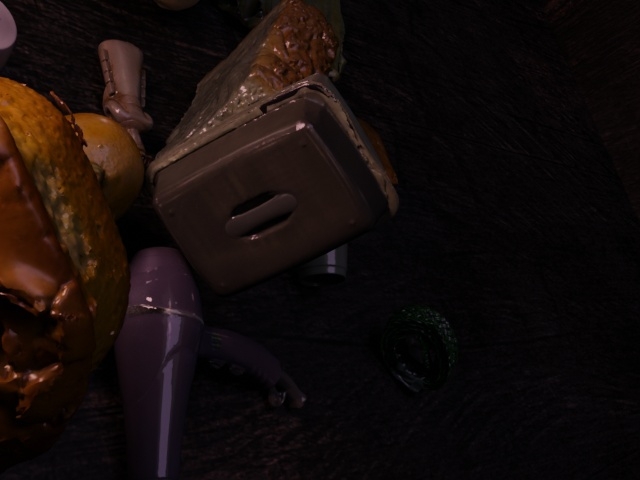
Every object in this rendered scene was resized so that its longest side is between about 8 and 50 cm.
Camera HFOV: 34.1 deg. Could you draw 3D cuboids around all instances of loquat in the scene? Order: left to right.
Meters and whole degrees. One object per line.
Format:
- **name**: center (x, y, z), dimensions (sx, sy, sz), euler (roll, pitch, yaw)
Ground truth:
- **loquat**: center (-0.304, -0.081, 1.304), dimensions (0.172, 0.204, 0.150), euler (-26, 100, -17)

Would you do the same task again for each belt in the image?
- **belt**: center (0.170, 0.181, 1.770), dimensions (0.151, 0.121, 0.079), euler (64, 27, -14)

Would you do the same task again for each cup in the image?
- **cup**: center (0.000, 0.000, 1.707), dimensions (0.120, 0.120, 0.141), euler (12, 67, -47)

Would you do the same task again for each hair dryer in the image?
- **hair dryer**: center (-0.132, 0.192, 1.405), dimensions (0.361, 0.121, 0.301), euler (25, 55, -47)

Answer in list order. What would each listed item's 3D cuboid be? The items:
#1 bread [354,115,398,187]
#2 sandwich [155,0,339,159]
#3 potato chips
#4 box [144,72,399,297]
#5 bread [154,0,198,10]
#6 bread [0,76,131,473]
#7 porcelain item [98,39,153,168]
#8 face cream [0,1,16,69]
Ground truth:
- **bread**: center (0.027, -0.133, 1.807), dimensions (0.143, 0.149, 0.158), euler (20, 49, -47)
- **sandwich**: center (-0.115, -0.191, 1.566), dimensions (0.131, 0.262, 0.325), euler (40, 38, -19)
- **potato chips**: center (-0.065, -0.488, 2.039), dimensions (0.358, 0.070, 0.429), euler (39, 40, -32)
- **box**: center (-0.065, -0.067, 1.351), dimensions (0.221, 0.290, 0.166), euler (56, 21, -20)
- **bread**: center (-0.183, -0.565, 1.723), dimensions (0.424, 0.245, 0.329), euler (-62, 141, -45)
- **bread**: center (-0.367, 0.031, 0.991), dimensions (0.398, 0.398, 0.215), euler (55, 26, -5)
- **porcelain item**: center (-0.284, -0.193, 1.535), dimensions (0.084, 0.054, 0.213), euler (16, 52, -42)
- **face cream**: center (-0.451, -0.254, 1.322), dimensions (0.117, 0.104, 0.117), euler (30, 44, -34)
